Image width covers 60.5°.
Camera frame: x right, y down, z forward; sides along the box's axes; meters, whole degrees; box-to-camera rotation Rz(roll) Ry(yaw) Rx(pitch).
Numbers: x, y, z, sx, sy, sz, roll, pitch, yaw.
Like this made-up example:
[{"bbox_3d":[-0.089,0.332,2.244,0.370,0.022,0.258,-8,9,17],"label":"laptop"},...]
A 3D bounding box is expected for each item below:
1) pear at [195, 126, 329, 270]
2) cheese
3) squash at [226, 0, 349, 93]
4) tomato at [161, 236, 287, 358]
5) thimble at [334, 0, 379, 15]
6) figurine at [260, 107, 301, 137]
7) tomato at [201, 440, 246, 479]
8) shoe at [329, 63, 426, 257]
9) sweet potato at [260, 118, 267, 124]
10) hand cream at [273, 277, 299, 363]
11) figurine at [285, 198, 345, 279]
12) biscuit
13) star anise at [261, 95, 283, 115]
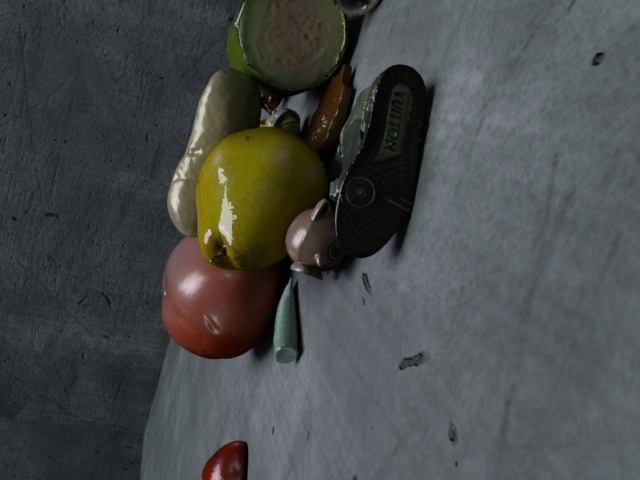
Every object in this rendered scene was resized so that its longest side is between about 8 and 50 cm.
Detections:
[{"bbox_3d":[-0.125,-0.088,1.111,0.336,0.284,0.285,-71,2,-69],"label":"pear"},{"bbox_3d":[-0.242,-0.213,1.273,0.329,0.129,0.351,105,-174,-45],"label":"cheese"},{"bbox_3d":[-0.096,-0.491,1.366,0.384,0.262,0.263,-134,61,-72],"label":"squash"},{"bbox_3d":[-0.250,0.126,1.351,0.341,0.272,0.342,-165,90,-72],"label":"tomato"},{"bbox_3d":[0.080,-0.540,1.152,0.115,0.102,0.090,106,172,-68],"label":"thimble"},{"bbox_3d":[-0.131,-0.280,1.507,0.208,0.128,0.184,29,108,30],"label":"figurine"},{"bbox_3d":[-0.235,0.560,1.287,0.174,0.082,0.167,127,151,-44],"label":"tomato"},{"bbox_3d":[0.077,-0.114,0.852,0.149,0.109,0.293,178,109,-75],"label":"shoe"},{"bbox_3d":[-0.184,-0.341,1.790,0.106,0.095,0.354,-71,20,3],"label":"sweet potato"},{"bbox_3d":[-0.074,0.171,1.165,0.205,0.049,0.078,-95,21,-55],"label":"hand cream"},{"bbox_3d":[0.000,0.000,0.975,0.138,0.125,0.125,-64,18,-4],"label":"figurine"},{"bbox_3d":[0.026,-0.288,1.232,0.182,0.034,0.215,-113,43,-60],"label":"biscuit"},{"bbox_3d":[-0.186,-0.495,1.793,0.346,0.148,0.237,-44,17,24],"label":"star anise"}]
